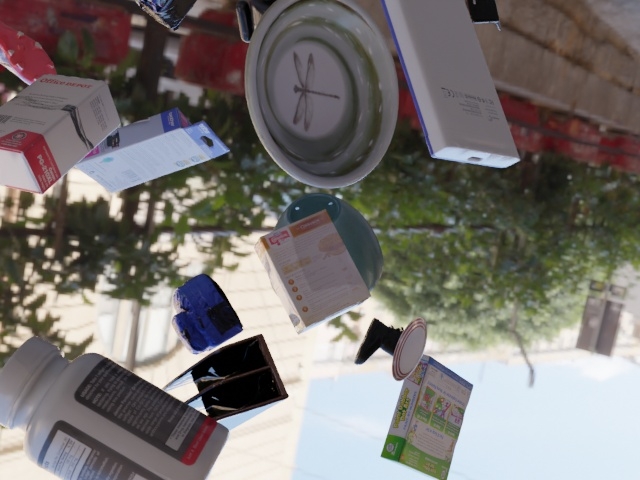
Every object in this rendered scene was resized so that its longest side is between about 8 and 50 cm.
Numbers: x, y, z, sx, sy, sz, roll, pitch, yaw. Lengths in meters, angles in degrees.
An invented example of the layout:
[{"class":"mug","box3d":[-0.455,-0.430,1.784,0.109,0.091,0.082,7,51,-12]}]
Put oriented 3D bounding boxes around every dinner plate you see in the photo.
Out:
[{"class":"dinner plate","box3d":[0.187,0.225,1.753,0.017,0.141,0.141,24,-176,-15]}]

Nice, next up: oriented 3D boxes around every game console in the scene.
[{"class":"game console","box3d":[0.404,-0.588,2.121,0.107,0.122,0.071,-7,171,-14]}]

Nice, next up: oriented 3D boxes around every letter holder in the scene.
[{"class":"letter holder","box3d":[-0.255,0.346,1.855,0.214,0.152,0.302,-12,162,-42]}]

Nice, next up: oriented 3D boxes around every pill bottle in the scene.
[{"class":"pill bottle","box3d":[-0.305,0.270,1.215,0.318,0.176,0.176,30,-171,0]}]

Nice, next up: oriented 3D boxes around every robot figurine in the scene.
[{"class":"robot figurine","box3d":[-0.082,-0.528,2.072,0.173,0.278,0.209,-28,-129,-21]}]

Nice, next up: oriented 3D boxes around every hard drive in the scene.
[{"class":"hard drive","box3d":[0.200,-0.274,1.346,0.210,0.319,0.040,2,157,-47]}]

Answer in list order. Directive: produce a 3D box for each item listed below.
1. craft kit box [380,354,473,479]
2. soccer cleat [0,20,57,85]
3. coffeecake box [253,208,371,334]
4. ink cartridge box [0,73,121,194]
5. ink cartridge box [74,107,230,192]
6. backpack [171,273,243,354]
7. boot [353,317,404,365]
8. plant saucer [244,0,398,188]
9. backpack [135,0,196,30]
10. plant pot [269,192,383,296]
[{"class":"craft kit box","box3d":[0.252,0.414,1.971,0.060,0.247,0.250,4,159,37]},{"class":"soccer cleat","box3d":[-0.645,-0.391,1.732,0.248,0.083,0.095,39,149,-17]},{"class":"coffeecake box","box3d":[-0.016,0.057,1.568,0.142,0.186,0.068,-23,169,-22]},{"class":"ink cartridge box","box3d":[-0.514,-0.203,1.579,0.171,0.100,0.237,12,-135,27]},{"class":"ink cartridge box","box3d":[-0.379,-0.206,1.919,0.311,0.065,0.186,-16,160,9]},{"class":"backpack","box3d":[-0.196,0.121,1.406,0.101,0.120,0.098,-29,177,-26]},{"class":"boot","box3d":[0.138,0.235,1.853,0.099,0.121,0.045,28,161,-2]},{"class":"plant saucer","box3d":[-0.010,-0.305,1.739,0.400,0.401,0.100,4,178,-40]},{"class":"backpack","box3d":[-0.349,-0.573,1.870,0.173,0.158,0.117,39,180,25]},{"class":"plant pot","box3d":[0.000,0.000,2.069,0.290,0.196,0.290,-6,-136,6]}]
